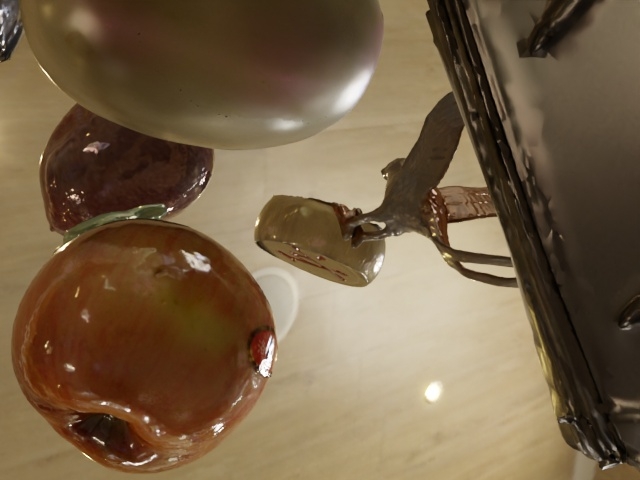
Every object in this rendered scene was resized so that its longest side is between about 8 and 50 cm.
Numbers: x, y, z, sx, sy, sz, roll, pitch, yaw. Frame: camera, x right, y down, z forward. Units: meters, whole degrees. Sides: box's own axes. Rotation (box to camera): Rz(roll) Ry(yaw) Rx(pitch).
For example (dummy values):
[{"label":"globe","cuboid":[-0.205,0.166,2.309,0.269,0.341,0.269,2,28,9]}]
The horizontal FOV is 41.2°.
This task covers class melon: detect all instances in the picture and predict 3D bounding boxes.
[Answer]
[{"label":"melon","cuboid":[-0.099,-0.193,0.730,0.316,0.223,0.223,11,-81,-22]}]

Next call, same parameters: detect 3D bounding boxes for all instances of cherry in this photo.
[{"label":"cherry","cuboid":[-0.294,-0.123,1.294,0.307,0.261,0.221,-38,-62,-12]}]

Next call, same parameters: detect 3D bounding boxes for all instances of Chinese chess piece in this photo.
[{"label":"Chinese chess piece","cuboid":[0.000,0.000,1.587,0.249,0.249,0.103,32,-106,-45]}]

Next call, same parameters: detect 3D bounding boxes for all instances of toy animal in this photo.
[{"label":"toy animal","cuboid":[0.155,-0.022,1.099,0.225,0.301,0.284,58,-147,-33]}]

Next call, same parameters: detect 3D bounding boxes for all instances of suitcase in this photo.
[{"label":"suitcase","cuboid":[0.226,-0.068,0.531,0.283,0.194,0.434,-32,-74,-44]}]

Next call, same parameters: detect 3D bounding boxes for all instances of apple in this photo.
[{"label":"apple","cuboid":[-0.134,0.082,0.651,0.164,0.209,0.210,-64,-38,-42]}]

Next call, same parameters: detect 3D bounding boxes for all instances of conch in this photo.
[{"label":"conch","cuboid":[-0.263,0.004,1.008,0.180,0.088,0.065,-34,-79,-29]}]

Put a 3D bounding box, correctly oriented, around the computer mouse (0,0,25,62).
[{"label":"computer mouse","cuboid":[-0.346,-0.345,0.914,0.116,0.183,0.324,-3,-105,-12]}]
